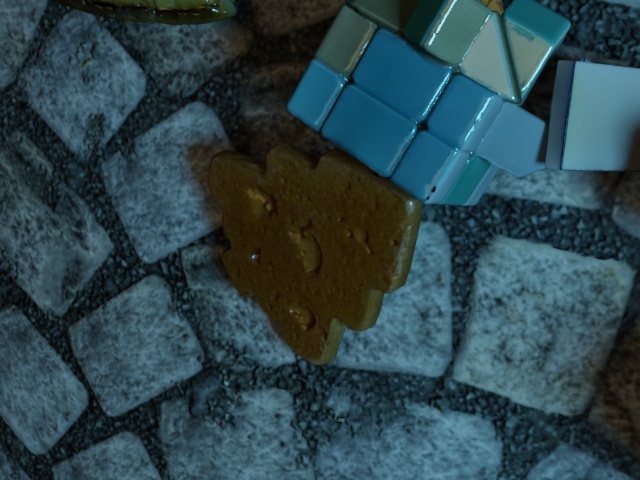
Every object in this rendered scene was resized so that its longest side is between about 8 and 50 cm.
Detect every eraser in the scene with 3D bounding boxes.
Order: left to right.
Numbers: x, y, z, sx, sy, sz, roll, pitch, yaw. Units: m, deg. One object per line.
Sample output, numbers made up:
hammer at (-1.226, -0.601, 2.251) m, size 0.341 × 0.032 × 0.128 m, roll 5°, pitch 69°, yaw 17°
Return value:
eraser at (0.283, -0.119, 0.787) m, size 0.023 × 0.150 × 0.103 m, roll 19°, pitch 107°, yaw 56°

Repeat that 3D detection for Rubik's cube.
Rubik's cube at (0.122, -0.160, 0.799) m, size 0.265 × 0.224 × 0.212 m, roll 36°, pitch 105°, yaw 18°

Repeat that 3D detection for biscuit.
biscuit at (0.000, 0.000, 0.912) m, size 0.306 × 0.043 × 0.283 m, roll -21°, pitch 95°, yaw 44°

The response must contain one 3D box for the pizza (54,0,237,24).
pizza at (-0.309, -0.441, 0.998) m, size 0.392 × 0.080 × 0.434 m, roll -12°, pitch 92°, yaw 22°
